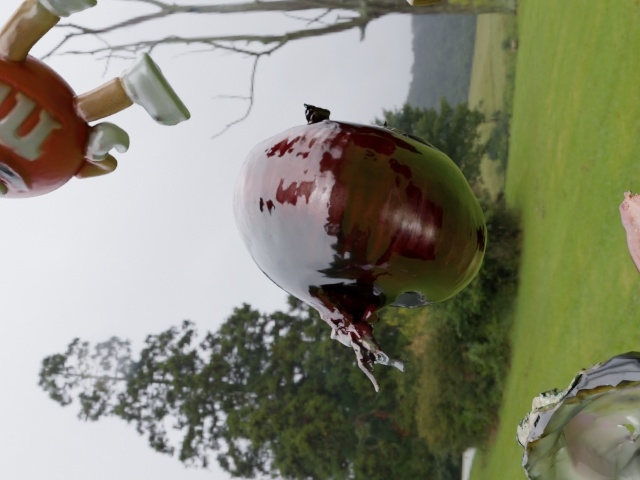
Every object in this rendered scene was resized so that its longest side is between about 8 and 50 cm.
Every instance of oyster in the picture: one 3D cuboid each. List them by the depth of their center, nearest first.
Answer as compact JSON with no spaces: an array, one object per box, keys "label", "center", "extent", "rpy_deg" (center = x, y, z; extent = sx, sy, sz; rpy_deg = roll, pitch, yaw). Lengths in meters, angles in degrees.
[{"label":"oyster","center":[0.239,0.135,0.435],"extent":[0.092,0.198,0.259],"rpy_deg":[-88,-21,-49]}]

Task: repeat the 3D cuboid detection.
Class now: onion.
[{"label":"onion","center":[0.035,0.011,0.662],"extent":[0.273,0.273,0.284],"rpy_deg":[49,-133,-67]}]

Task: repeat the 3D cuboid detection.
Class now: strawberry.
[{"label":"strawberry","center":[0.581,0.010,1.031],"extent":[0.228,0.098,0.174],"rpy_deg":[-117,27,-67]}]

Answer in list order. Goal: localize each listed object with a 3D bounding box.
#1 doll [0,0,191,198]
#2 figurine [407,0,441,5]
[{"label":"doll","center":[-0.227,-0.099,0.459],"extent":[0.183,0.217,0.085],"rpy_deg":[50,-155,-38]},{"label":"figurine","center":[0.213,-0.454,0.915],"extent":[0.186,0.382,0.261],"rpy_deg":[82,164,-60]}]
